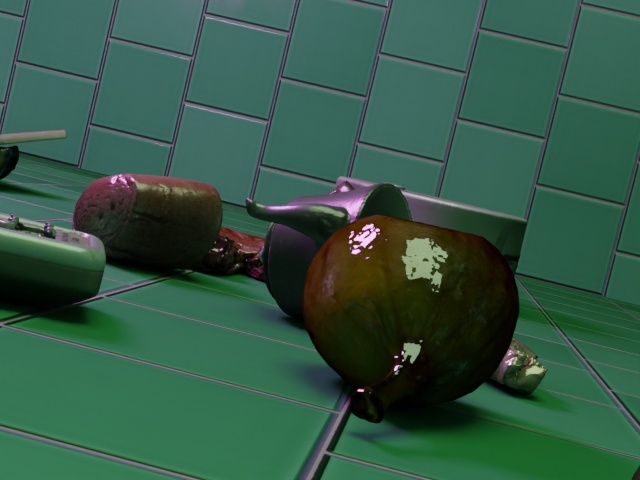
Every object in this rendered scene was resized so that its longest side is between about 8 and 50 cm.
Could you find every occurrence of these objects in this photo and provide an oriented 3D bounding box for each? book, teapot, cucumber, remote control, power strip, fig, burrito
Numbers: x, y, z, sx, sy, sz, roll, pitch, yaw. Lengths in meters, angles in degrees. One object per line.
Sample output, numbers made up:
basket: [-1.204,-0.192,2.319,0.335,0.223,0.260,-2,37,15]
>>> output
book: [-0.601,-0.163,2.024,0.208,0.020,0.295,-3,6,26]
teapot: [0.005,0.025,1.263,0.149,0.162,0.239,2,-27,26]
cucumber: [-0.565,-0.125,2.009,0.116,0.062,0.115,-7,4,-7]
remote control: [-0.338,-0.007,0.941,0.335,0.066,0.128,13,1,-12]
power strip: [0.181,0.002,2.036,0.357,0.161,0.357,14,3,-1]
fig: [0.061,0.065,0.885,0.170,0.146,0.274,12,17,6]
burrito: [0.174,0.112,1.172,0.058,0.045,0.188,20,0,-10]

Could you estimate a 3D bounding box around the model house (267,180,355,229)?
model house: [0.002,-0.009,1.795,0.188,0.122,0.229,-22,6,2]

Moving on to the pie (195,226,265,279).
pie: [-0.108,0.015,1.575,0.218,0.054,0.204,12,4,-30]

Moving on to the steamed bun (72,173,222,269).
steamed bun: [-0.209,-0.019,1.405,0.145,0.106,0.175,5,-6,-33]

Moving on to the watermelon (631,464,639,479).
watermelon: [0.181,0.124,0.516,0.105,0.105,0.133,14,-2,0]
